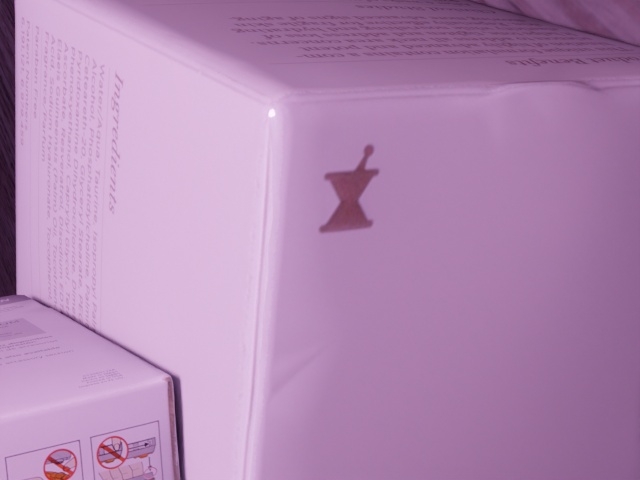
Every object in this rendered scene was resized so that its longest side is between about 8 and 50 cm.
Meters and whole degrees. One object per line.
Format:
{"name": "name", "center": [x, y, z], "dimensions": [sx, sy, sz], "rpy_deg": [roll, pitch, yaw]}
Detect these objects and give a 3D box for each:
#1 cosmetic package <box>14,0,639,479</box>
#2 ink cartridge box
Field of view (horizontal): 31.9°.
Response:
{"name": "cosmetic package", "center": [0.000, 0.000, 0.785], "dimensions": [0.393, 0.329, 0.328], "rpy_deg": [34, 124, 52]}
{"name": "ink cartridge box", "center": [-0.275, 0.136, 0.654], "dimensions": [0.272, 0.309, 0.130], "rpy_deg": [15, 111, 58]}
